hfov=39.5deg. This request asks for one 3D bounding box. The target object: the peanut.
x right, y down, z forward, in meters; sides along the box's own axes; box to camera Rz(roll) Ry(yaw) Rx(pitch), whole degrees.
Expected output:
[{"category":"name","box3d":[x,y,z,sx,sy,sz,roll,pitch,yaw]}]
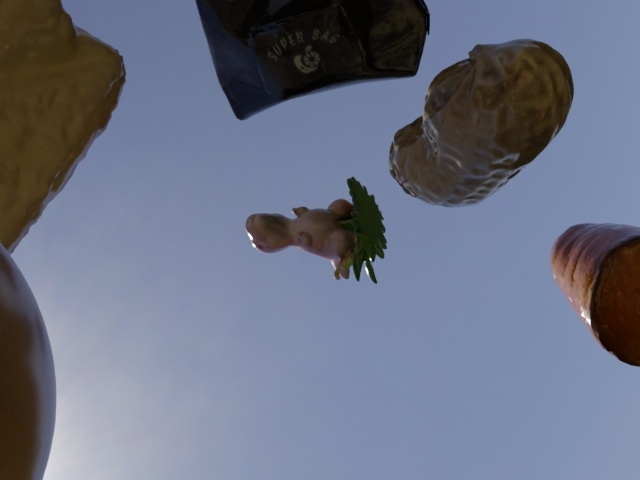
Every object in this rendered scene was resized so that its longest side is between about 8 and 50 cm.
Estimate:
[{"category":"peanut","box3d":[0.176,-0.127,1.059,0.153,0.325,0.140,36,-116,-10]}]

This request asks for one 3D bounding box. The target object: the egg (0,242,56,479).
[{"category":"egg","box3d":[-0.236,0.068,0.442,0.201,0.244,0.201,-36,-34,-29]}]

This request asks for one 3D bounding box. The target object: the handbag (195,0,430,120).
[{"category":"handbag","box3d":[-0.024,-0.337,1.291,0.288,0.342,0.152,63,-161,-45]}]

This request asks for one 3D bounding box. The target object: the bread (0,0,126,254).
[{"category":"bread","box3d":[-0.416,-0.110,0.723,0.390,0.371,0.279,-58,-37,-9]}]

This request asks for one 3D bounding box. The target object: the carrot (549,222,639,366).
[{"category":"carrot","box3d":[0.361,0.045,1.130,0.159,0.225,0.159,-3,-76,-14]}]

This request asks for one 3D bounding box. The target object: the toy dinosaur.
[{"category":"toy dinosaur","box3d":[0.002,0.007,1.348,0.194,0.177,0.152,31,-136,-49]}]
